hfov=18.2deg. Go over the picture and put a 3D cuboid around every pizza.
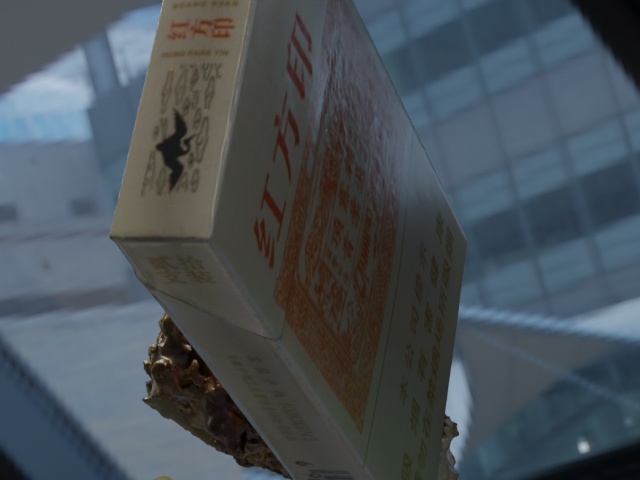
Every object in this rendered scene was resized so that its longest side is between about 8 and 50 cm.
[{"bbox_3d":[-0.027,0.102,1.247,0.085,0.161,0.305,-44,31,-20],"label":"pizza"}]

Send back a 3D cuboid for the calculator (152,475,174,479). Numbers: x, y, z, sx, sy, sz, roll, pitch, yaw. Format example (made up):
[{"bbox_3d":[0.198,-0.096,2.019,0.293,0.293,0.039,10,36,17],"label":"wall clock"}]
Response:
[{"bbox_3d":[-0.096,0.266,1.659,0.032,0.146,0.235,-37,-19,-16],"label":"calculator"}]

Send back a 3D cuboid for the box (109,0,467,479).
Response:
[{"bbox_3d":[0.001,-0.001,0.981,0.051,0.204,0.365,0,-29,19],"label":"box"}]
